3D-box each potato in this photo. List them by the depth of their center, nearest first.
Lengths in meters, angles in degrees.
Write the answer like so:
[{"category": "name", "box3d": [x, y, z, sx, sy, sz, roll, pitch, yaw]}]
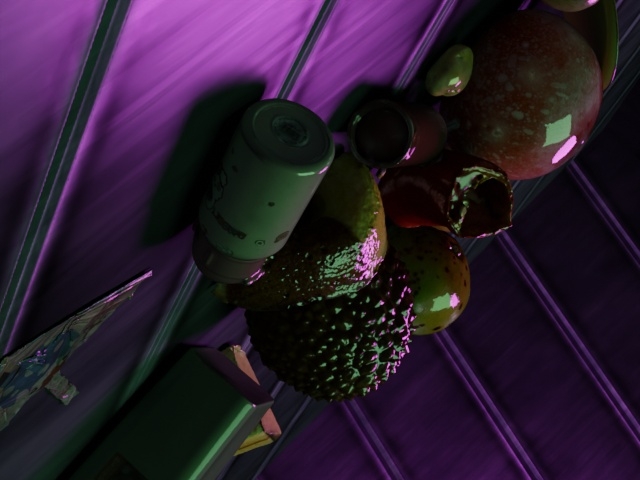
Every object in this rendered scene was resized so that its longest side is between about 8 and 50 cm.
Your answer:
[{"category": "potato", "box3d": [0.187, -0.244, 1.912, 0.068, 0.062, 0.083, 158, -46, -81]}]

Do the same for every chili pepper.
[{"category": "chili pepper", "box3d": [0.159, -0.084, 2.058, 0.134, 0.131, 0.338, -12, -169, -26]}]

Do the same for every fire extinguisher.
[{"category": "fire extinguisher", "box3d": [0.125, -0.150, 1.863, 0.105, 0.105, 0.269, -51, 168, 15]}]

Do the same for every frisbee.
[{"category": "frisbee", "box3d": [0.427, -0.351, 2.110, 0.017, 0.236, 0.236, -9, 161, -6]}]

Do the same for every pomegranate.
[{"category": "pomegranate", "box3d": [0.142, 0.072, 2.542, 0.285, 0.231, 0.231, -9, 177, 13]}]

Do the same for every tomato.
[{"category": "tomato", "box3d": [0.318, -0.216, 2.057, 0.270, 0.227, 0.270, -44, 165, -15]}]

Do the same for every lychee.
[{"category": "lychee", "box3d": [0.023, 0.106, 1.970, 0.267, 0.267, 0.267, -46, 169, -12]}]

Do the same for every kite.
[{"category": "kite", "box3d": [-0.306, 0.152, 1.492, 0.335, 0.011, 0.314, -46, 169, -7]}]

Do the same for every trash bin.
[{"category": "trash bin", "box3d": [-0.242, 0.326, 1.977, 0.343, 0.158, 0.223, -52, 171, 2]}]

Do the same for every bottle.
[{"category": "bottle", "box3d": [-0.074, -0.042, 1.459, 0.110, 0.110, 0.233, -38, 166, -43]}]

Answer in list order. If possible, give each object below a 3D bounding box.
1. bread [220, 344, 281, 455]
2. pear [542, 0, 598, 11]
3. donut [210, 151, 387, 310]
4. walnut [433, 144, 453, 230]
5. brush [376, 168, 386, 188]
[{"category": "bread", "box3d": [-0.218, 0.297, 2.197, 0.264, 0.163, 0.168, -22, 167, -1]}, {"category": "pear", "box3d": [0.351, -0.395, 1.806, 0.167, 0.136, 0.167, -47, 173, -8]}, {"category": "donut", "box3d": [0.000, 0.000, 1.810, 0.295, 0.151, 0.112, -43, 158, -24]}, {"category": "walnut", "box3d": [0.241, -0.096, 2.377, 0.159, 0.159, 0.206, -53, 168, 25]}, {"category": "brush", "box3d": [0.111, -0.103, 2.213, 0.083, 0.011, 0.205, -43, 169, -28]}]
